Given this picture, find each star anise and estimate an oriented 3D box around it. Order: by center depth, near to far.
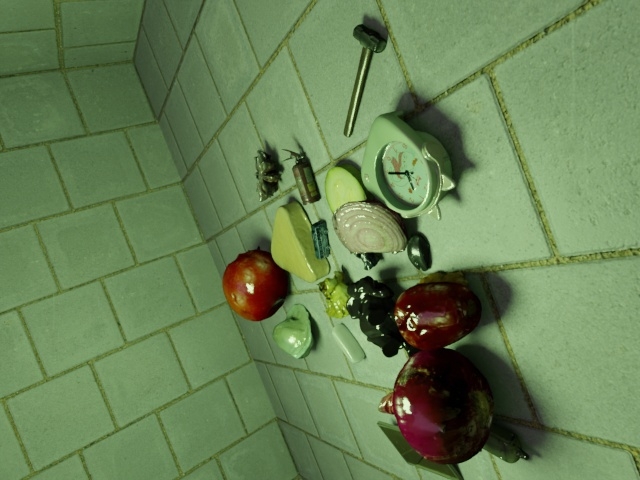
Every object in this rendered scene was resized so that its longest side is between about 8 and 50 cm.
[{"bbox_3d":[-0.246,-0.300,2.059,0.235,0.109,0.223,-119,34,-46],"label":"star anise"}]

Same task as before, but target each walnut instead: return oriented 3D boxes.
[{"bbox_3d":[0.360,0.205,1.335,0.269,0.243,0.222,-24,121,42],"label":"walnut"}]

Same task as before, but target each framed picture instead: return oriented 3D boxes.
[{"bbox_3d":[0.403,0.868,1.812,0.247,0.022,0.335,53,151,-7],"label":"framed picture"}]

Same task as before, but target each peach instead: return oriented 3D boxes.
[{"bbox_3d":[-0.332,0.251,2.334,0.310,0.335,0.405,41,137,27],"label":"peach"}]

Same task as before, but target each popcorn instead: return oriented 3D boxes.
[{"bbox_3d":[0.074,0.232,1.870,0.195,0.174,0.168,57,172,1],"label":"popcorn"}]

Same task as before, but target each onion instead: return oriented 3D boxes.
[{"bbox_3d":[0.341,0.523,1.405,0.386,0.348,0.347,-20,92,43],"label":"onion"},{"bbox_3d":[0.170,-0.068,1.479,0.250,0.111,0.247,-1,136,34],"label":"onion"}]

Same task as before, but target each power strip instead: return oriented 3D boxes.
[{"bbox_3d":[0.527,0.638,1.484,0.388,0.066,0.092,9,115,59],"label":"power strip"}]

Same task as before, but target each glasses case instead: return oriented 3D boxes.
[{"bbox_3d":[0.125,0.470,2.001,0.197,0.076,0.049,52,145,23],"label":"glasses case"}]

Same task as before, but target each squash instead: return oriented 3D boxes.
[{"bbox_3d":[0.107,-0.160,1.645,0.252,0.049,0.251,37,140,39],"label":"squash"}]

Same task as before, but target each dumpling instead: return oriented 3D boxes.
[{"bbox_3d":[-0.147,0.504,2.333,0.321,0.212,0.269,24,127,36],"label":"dumpling"}]

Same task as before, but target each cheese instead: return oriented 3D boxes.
[{"bbox_3d":[-0.120,-0.008,2.048,0.384,0.104,0.383,37,138,42],"label":"cheese"}]

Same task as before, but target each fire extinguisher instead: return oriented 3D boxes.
[{"bbox_3d":[-0.089,-0.269,1.822,0.075,0.107,0.251,-159,50,-76],"label":"fire extinguisher"}]

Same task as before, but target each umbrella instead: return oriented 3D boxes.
[{"bbox_3d":[0.131,0.007,1.622,0.071,0.080,0.224,-26,101,41],"label":"umbrella"}]

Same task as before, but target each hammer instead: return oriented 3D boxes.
[{"bbox_3d":[0.118,-0.490,1.407,0.111,0.044,0.365,49,147,28],"label":"hammer"}]

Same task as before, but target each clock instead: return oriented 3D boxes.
[{"bbox_3d":[0.265,-0.203,1.294,0.324,0.109,0.265,47,143,31],"label":"clock"}]

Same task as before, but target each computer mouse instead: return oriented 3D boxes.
[{"bbox_3d":[0.317,0.044,1.437,0.079,0.047,0.134,16,125,55],"label":"computer mouse"}]

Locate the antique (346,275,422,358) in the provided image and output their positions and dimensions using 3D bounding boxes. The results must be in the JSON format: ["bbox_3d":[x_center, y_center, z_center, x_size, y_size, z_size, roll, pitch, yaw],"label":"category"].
[{"bbox_3d":[0.219,0.274,1.579,0.322,0.185,0.255,65,173,-23],"label":"antique"}]

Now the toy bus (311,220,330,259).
[{"bbox_3d":[0.000,0.000,1.899,0.047,0.065,0.165,25,131,51],"label":"toy bus"}]
